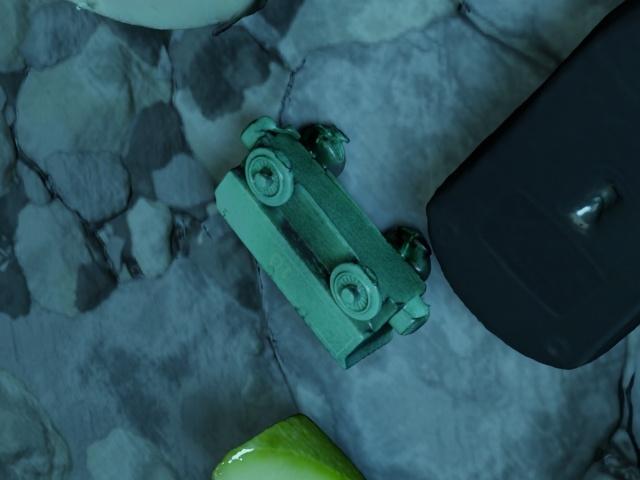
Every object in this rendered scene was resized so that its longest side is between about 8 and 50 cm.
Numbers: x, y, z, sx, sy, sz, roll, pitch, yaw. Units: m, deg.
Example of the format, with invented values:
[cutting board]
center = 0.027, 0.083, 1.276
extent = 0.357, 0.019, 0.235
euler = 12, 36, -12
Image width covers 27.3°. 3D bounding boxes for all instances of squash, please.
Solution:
[squash]
center = 0.033, 0.239, 0.882
extent = 0.252, 0.093, 0.169
euler = 51, 171, 11

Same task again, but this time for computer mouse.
[computer mouse]
center = 0.171, -0.042, 0.711
extent = 0.137, 0.086, 0.269
euler = 47, 133, 7

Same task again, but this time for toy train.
[toy train]
center = 0.000, 0.000, 0.857
extent = 0.172, 0.070, 0.099
euler = 52, 137, 11

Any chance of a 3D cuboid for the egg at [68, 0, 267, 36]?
[egg]
center = -0.105, -0.295, 0.750
extent = 0.337, 0.201, 0.337
euler = 27, 144, 22
